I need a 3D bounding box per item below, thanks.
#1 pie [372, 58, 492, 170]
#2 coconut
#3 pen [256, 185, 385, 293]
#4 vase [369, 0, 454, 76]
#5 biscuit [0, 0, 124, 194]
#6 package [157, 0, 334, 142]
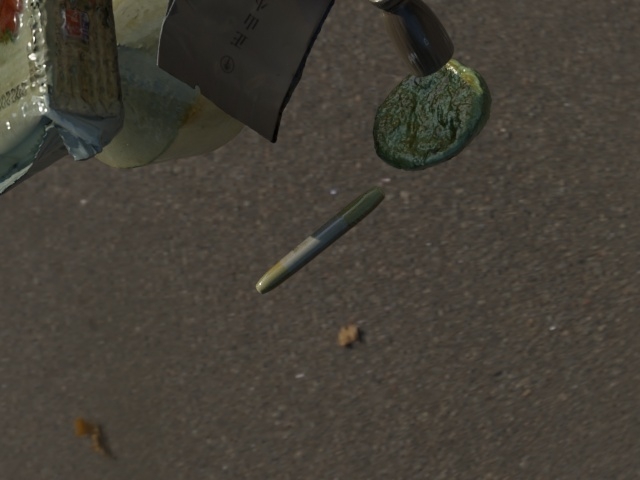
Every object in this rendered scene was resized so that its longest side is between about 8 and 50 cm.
[{"bbox_3d":[0.156,-0.176,1.678,0.187,0.041,0.187,-19,51,25],"label":"pie"},{"bbox_3d":[-0.239,-0.253,1.672,0.323,0.323,0.323,2,94,33],"label":"coconut"},{"bbox_3d":[0.000,0.000,1.721,0.233,0.040,0.032,-38,80,4],"label":"pen"},{"bbox_3d":[0.088,-0.214,1.170,0.053,0.101,0.053,-23,40,21],"label":"vase"},{"bbox_3d":[-0.225,-0.183,0.909,0.186,0.079,0.309,-17,74,40],"label":"biscuit"},{"bbox_3d":[-0.083,-0.264,1.348,0.062,0.204,0.251,6,72,47],"label":"package"}]
